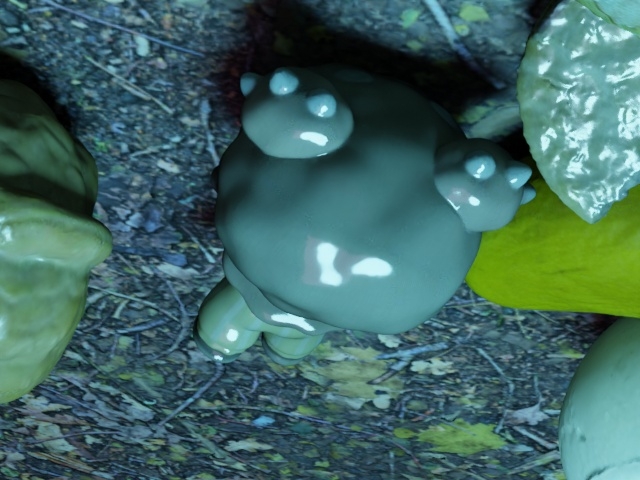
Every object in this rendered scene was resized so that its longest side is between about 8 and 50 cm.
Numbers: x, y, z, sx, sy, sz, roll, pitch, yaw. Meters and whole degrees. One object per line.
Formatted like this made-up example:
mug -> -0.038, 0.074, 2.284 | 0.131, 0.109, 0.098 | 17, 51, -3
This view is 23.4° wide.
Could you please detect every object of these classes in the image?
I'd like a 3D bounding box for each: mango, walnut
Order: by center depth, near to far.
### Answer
mango -> 0.249, -0.013, 1.276 | 0.331, 0.142, 0.195 | -4, 145, 32
walnut -> -0.317, -0.001, 1.308 | 0.285, 0.296, 0.285 | 5, 173, 1

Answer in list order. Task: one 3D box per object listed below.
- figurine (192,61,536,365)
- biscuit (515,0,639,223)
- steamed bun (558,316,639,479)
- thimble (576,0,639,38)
figurine -> 0.000, 0.000, 1.296 | 0.248, 0.203, 0.380 | 24, 147, -9
biscuit -> 0.219, -0.133, 1.115 | 0.133, 0.032, 0.250 | 34, 123, 1
steamed bun -> 0.407, 0.156, 1.419 | 0.374, 0.241, 0.374 | 5, 156, 2
thimble -> 0.211, -0.199, 0.969 | 0.143, 0.137, 0.190 | 28, 155, -29
